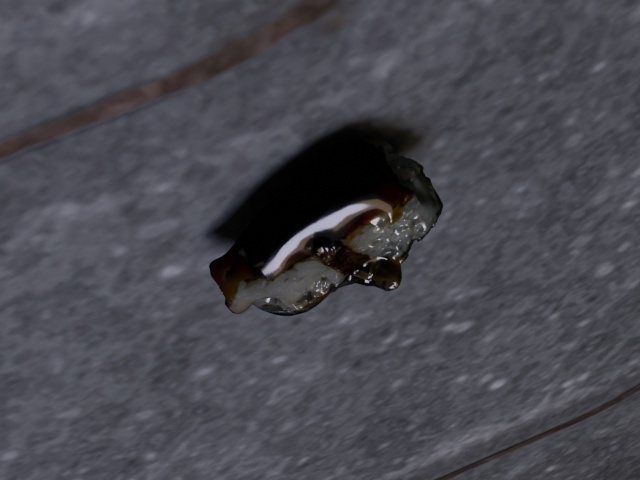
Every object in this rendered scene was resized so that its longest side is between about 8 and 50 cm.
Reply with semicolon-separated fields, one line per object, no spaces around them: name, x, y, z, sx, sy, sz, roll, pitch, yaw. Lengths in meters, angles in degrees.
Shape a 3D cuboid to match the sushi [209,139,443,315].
sushi;0.000;0.000;0.471;0.083;0.044;0.046;-37;151;17
